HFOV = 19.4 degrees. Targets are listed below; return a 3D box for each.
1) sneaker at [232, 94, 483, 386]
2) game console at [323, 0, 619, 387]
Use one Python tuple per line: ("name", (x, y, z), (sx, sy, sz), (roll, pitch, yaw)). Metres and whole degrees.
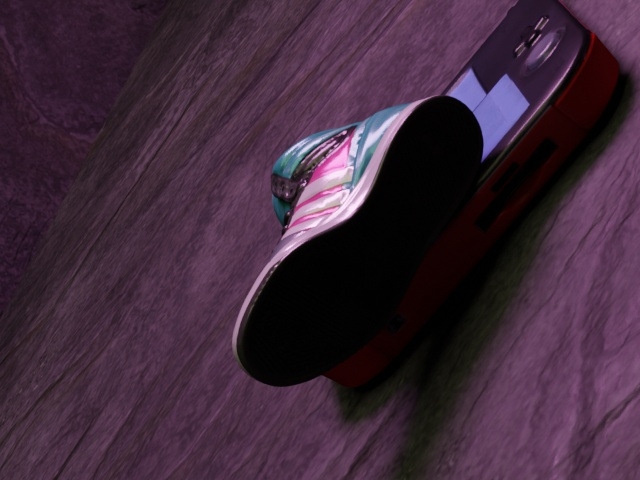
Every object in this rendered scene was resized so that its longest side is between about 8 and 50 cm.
("sneaker", (0.000, 0.000, 1.599), (0.295, 0.124, 0.178), (-50, 18, -20))
("game console", (0.112, -0.060, 1.740), (0.386, 0.060, 0.342), (-50, 17, 11))
